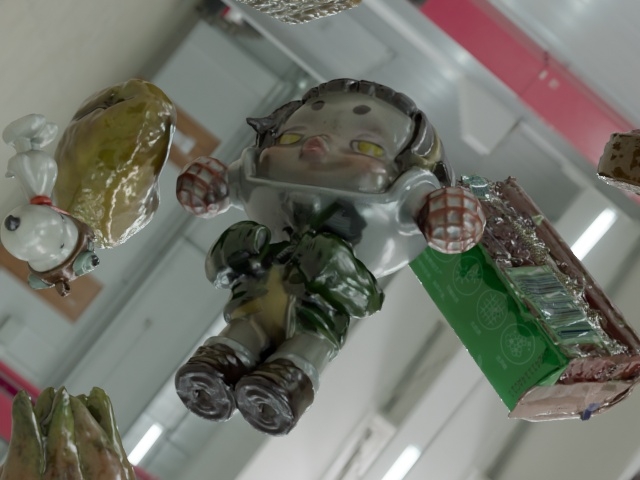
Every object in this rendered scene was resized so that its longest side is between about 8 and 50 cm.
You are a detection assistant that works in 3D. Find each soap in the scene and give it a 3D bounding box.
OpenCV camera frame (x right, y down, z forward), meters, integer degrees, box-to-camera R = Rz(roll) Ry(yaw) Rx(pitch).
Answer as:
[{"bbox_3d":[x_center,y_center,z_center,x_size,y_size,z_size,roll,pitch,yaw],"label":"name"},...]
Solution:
[{"bbox_3d":[0.193,0.051,1.284,0.218,0.273,0.098,6,131,-46],"label":"soap"}]

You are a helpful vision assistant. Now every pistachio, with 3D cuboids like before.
[{"bbox_3d":[-0.190,-0.066,1.150,0.110,0.100,0.189,-46,171,-39],"label":"pistachio"}]

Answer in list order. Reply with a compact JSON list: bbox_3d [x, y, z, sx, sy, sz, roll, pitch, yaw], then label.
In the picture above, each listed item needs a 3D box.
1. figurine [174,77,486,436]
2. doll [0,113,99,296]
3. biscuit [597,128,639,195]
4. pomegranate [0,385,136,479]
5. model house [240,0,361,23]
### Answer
[{"bbox_3d":[0.000,0.000,1.104,0.167,0.281,0.370,77,30,-43],"label":"figurine"},{"bbox_3d":[-0.138,-0.017,0.644,0.040,0.058,0.085,-22,-131,12],"label":"doll"},{"bbox_3d":[0.432,-0.019,1.137,0.074,0.381,0.359,-66,169,1],"label":"biscuit"},{"bbox_3d":[-0.170,0.236,0.767,0.204,0.222,0.277,129,-35,-48],"label":"pomegranate"},{"bbox_3d":[0.017,-0.394,1.385,0.321,0.266,0.261,-34,-164,-30],"label":"model house"}]
